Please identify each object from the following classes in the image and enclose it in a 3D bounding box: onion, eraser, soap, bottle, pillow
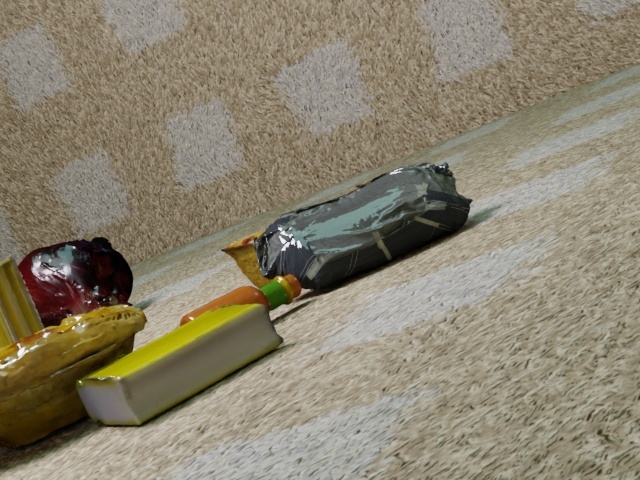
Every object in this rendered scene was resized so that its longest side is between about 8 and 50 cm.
[{"bbox_3d":[-0.522,0.103,2.557,0.280,0.221,0.281,5,14,-1],"label":"onion"},{"bbox_3d":[-0.180,0.153,1.468,0.226,0.069,0.158,-27,9,-32],"label":"eraser"},{"bbox_3d":[-0.591,0.155,2.226,0.076,0.233,0.135,-19,8,14],"label":"soap"},{"bbox_3d":[-0.106,0.099,1.671,0.187,0.069,0.069,-25,6,-31],"label":"bottle"},{"bbox_3d":[0.061,-0.021,1.785,0.335,0.093,0.161,-24,40,-4],"label":"pillow"}]

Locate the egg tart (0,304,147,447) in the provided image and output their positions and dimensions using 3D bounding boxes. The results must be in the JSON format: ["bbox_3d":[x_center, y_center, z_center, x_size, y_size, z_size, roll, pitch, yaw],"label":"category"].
[{"bbox_3d":[-0.374,0.188,1.607,0.341,0.129,0.341,-24,3,2],"label":"egg tart"}]

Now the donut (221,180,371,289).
[{"bbox_3d":[0.000,0.000,1.924,0.295,0.112,0.151,-26,9,-10],"label":"donut"}]

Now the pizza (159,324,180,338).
[{"bbox_3d":[-0.183,0.131,1.812,0.176,0.036,0.184,-19,7,37],"label":"pizza"}]
